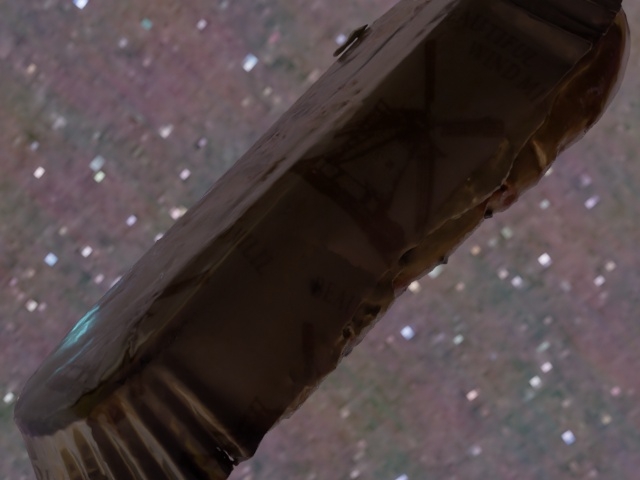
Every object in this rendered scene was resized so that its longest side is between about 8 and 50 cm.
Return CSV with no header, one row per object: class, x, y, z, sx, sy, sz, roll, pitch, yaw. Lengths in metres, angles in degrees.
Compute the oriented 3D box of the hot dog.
hot dog,0.000,0.000,0.609,0.253,0.131,0.069,-46,-76,-17
